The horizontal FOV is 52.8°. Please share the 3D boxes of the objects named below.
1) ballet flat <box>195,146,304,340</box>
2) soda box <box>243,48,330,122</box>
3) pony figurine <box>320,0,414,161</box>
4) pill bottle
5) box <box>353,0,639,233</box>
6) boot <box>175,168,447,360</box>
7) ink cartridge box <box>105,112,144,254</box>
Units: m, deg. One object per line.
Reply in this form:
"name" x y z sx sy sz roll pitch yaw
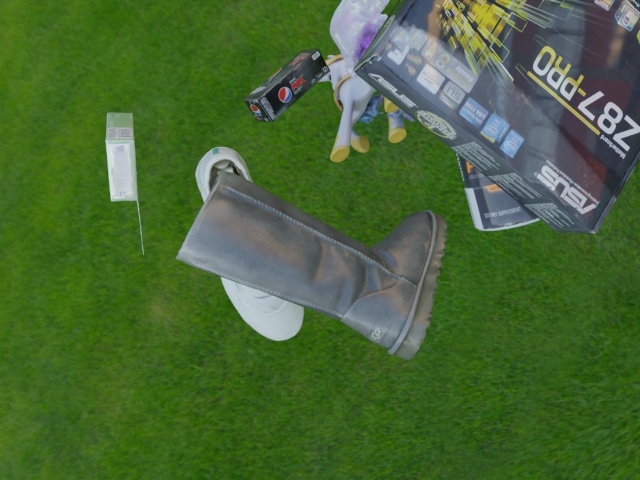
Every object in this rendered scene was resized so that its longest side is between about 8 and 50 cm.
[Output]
"ballet flat" -0.137 0.014 1.219 0.139 0.139 0.399 -17 96 28
"soda box" -0.063 -0.298 1.235 0.169 0.053 0.060 -45 33 -19
"pony figurine" 0.124 -0.403 1.548 0.351 0.303 0.363 -40 46 35
"pill bottle" 0.274 -0.148 1.000 0.131 0.130 0.245 -13 99 29
"box" 0.289 -0.245 0.884 0.318 0.395 0.097 -56 14 -7
"boot" 0.001 -0.002 0.562 0.209 0.189 0.076 22 125 -1
"ink cartridge box" -0.380 -0.111 1.250 0.171 0.056 0.234 -121 32 -57
